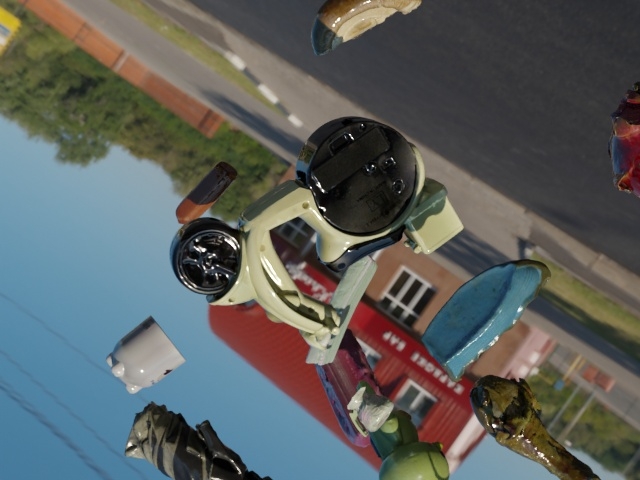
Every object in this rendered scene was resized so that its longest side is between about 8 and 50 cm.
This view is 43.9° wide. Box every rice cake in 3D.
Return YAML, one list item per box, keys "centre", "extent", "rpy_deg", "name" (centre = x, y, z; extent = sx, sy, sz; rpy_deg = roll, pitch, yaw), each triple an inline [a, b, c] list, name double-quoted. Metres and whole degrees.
- centre: [0.042, 0.133, 1.541]
  extent: [0.043, 0.237, 0.127]
  rpy_deg: [25, -179, 13]
  name: "rice cake"

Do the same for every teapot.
- centre: [0.079, 0.290, 1.345]
  extent: [0.064, 0.083, 0.064]
  rpy_deg: [36, -155, 19]
  name: "teapot"

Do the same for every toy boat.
- centre: [0.210, 0.092, 0.993]
  extent: [0.077, 0.185, 0.075]
  rpy_deg: [33, -170, -47]
  name: "toy boat"

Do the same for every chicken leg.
- centre: [0.506, 0.461, 1.905]
  extent: [0.361, 0.140, 0.211]
  rpy_deg: [41, -152, 1]
  name: "chicken leg"

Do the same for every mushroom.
- centre: [0.069, -0.402, 1.378]
  extent: [0.072, 0.210, 0.094]
  rpy_deg: [64, -176, 17]
  name: "mushroom"

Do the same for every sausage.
- centre: [-0.193, -0.076, 1.321]
  extent: [0.041, 0.131, 0.039]
  rpy_deg: [50, -164, 12]
  name: "sausage"

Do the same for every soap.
- centre: [0.075, 0.370, 2.073]
  extent: [0.220, 0.127, 0.324]
  rpy_deg: [86, 160, -63]
  name: "soap"

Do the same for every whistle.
- centre: [0.161, 0.385, 1.518]
  extent: [0.141, 0.141, 0.294]
  rpy_deg: [34, -152, -39]
  name: "whistle"

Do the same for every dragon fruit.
- centre: [0.785, -0.203, 1.824]
  extent: [0.250, 0.250, 0.315]
  rpy_deg: [36, 143, 47]
  name: "dragon fruit"

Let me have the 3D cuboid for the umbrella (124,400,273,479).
- centre: [-0.115, 0.350, 1.137]
  extent: [0.358, 0.106, 0.113]
  rpy_deg: [31, 169, 12]
  name: "umbrella"

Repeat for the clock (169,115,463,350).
- centre: [0.000, 0.000, 1.139]
  extent: [0.276, 0.379, 0.120]
  rpy_deg: [53, 178, -21]
  name: "clock"

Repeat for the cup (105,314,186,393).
- centre: [-0.408, 0.265, 1.824]
  extent: [0.134, 0.142, 0.173]
  rpy_deg: [54, 168, -12]
  name: "cup"
